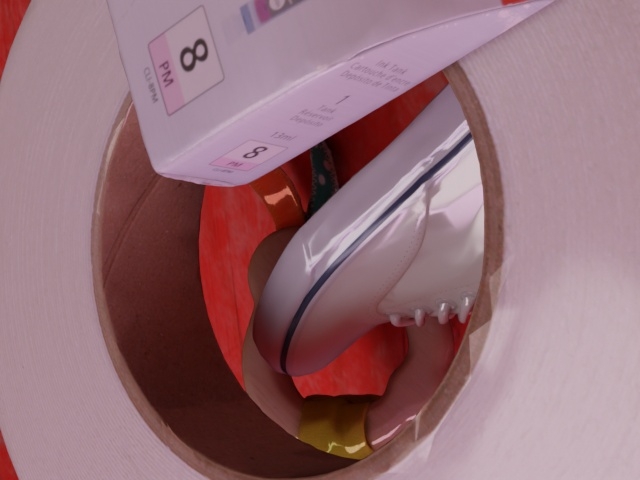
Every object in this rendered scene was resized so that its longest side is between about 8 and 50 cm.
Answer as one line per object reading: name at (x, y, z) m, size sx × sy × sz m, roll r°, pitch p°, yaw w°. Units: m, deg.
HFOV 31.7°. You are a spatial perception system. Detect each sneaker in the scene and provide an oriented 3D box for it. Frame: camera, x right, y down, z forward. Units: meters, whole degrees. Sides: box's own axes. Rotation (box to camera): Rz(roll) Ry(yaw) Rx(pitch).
sneaker at (0.059, 0.001, 0.528) m, size 0.091 × 0.094 × 0.258 m, roll 54°, pitch 128°, yaw 16°

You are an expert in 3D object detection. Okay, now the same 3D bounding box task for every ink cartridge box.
ink cartridge box at (0.011, -0.151, 0.395) m, size 0.232 × 0.066 × 0.189 m, roll -29°, pitch 70°, yaw 36°

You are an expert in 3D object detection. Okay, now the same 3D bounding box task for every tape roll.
tape roll at (0.000, 0.000, 0.472) m, size 0.392 × 0.072 × 0.392 m, roll -3°, pitch 85°, yaw 36°

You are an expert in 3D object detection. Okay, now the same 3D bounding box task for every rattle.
rattle at (0.020, 0.046, 0.694) m, size 0.130 × 0.143 × 0.199 m, roll -42°, pitch 56°, yaw 21°
